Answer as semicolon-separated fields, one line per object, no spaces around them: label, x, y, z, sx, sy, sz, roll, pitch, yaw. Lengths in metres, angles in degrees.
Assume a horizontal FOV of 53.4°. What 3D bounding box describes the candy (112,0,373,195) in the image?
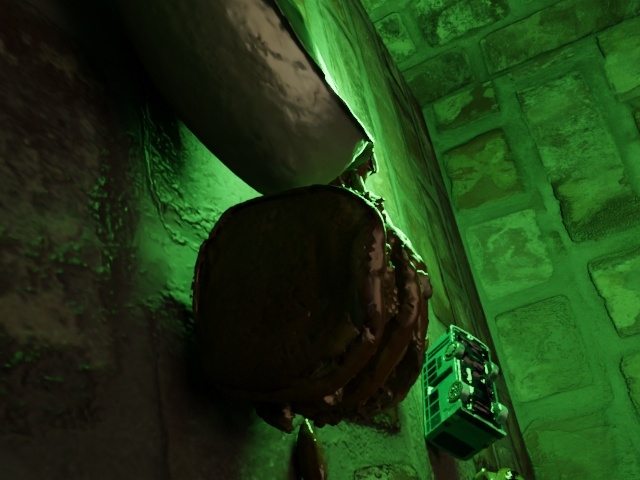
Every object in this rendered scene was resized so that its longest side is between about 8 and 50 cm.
candy;-0.105;-0.238;0.744;0.427;0.186;0.386;56;14;-29

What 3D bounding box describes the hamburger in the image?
hamburger;-0.005;0.057;0.672;0.260;0.245;0.211;39;3;41

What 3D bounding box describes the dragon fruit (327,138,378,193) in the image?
dragon fruit;0.034;-0.117;1.155;0.142;0.138;0.175;-6;109;-34

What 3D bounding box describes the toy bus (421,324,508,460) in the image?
toy bus;0.292;0.318;1.348;0.128;0.147;0.256;33;29;-14

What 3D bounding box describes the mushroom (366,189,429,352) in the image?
mushroom;0.125;0.063;1.246;0.123;0.095;0.351;79;-4;-77

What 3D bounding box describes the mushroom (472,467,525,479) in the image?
mushroom;0.367;0.542;1.083;0.345;0.346;0.259;46;49;-51

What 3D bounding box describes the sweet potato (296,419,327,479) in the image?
sweet potato;-0.011;0.253;0.741;0.034;0.034;0.095;47;18;-49
